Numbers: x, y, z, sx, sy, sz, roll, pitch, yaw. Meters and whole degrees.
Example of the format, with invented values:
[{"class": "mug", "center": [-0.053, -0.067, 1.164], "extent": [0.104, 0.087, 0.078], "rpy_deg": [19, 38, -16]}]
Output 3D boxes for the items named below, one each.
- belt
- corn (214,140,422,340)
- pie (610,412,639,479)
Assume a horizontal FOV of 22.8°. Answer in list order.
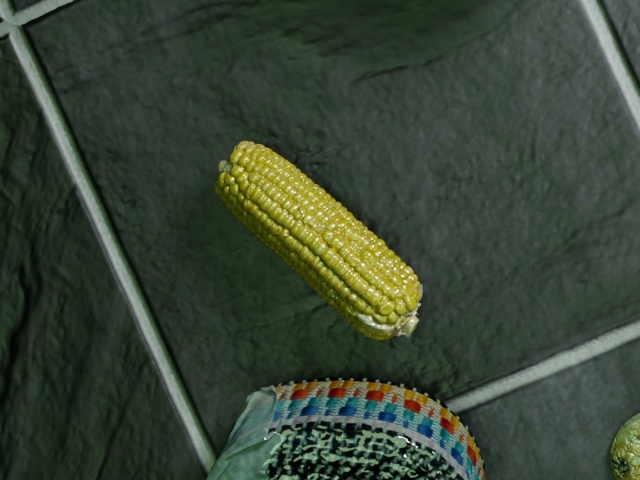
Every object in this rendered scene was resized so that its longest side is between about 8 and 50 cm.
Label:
[{"class": "belt", "center": [0.017, 0.236, 1.422], "extent": [0.257, 0.150, 0.207], "rpy_deg": [-5, 103, 11]}, {"class": "corn", "center": [0.000, 0.000, 1.441], "extent": [0.238, 0.080, 0.080], "rpy_deg": [44, 100, 6]}, {"class": "pie", "center": [0.302, 0.193, 1.434], "extent": [0.085, 0.017, 0.085], "rpy_deg": [1, 94, 11]}]
